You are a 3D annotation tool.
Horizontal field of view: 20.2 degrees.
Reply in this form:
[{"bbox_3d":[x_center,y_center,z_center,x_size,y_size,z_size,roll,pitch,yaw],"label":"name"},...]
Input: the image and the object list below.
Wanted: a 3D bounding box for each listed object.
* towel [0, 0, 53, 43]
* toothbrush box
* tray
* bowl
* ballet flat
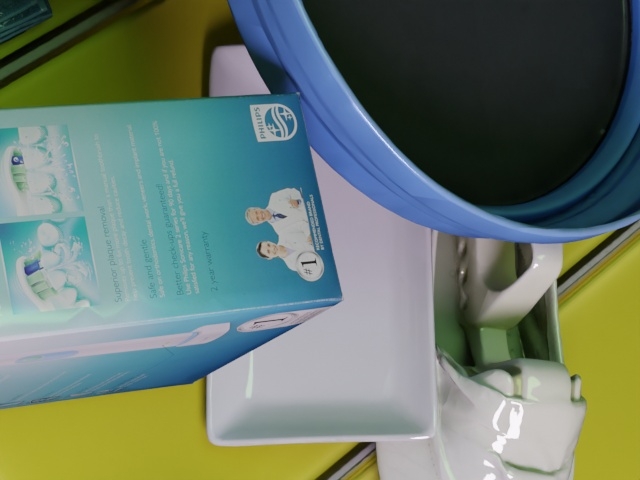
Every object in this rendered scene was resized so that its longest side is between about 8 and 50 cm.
[{"bbox_3d":[-0.230,-0.143,1.111,0.119,0.029,0.067,-32,90,-32],"label":"towel"},{"bbox_3d":[-0.172,0.017,0.984,0.295,0.216,0.126,-7,77,-29],"label":"toothbrush box"},{"bbox_3d":[0.000,0.000,1.163,0.145,0.030,0.270,-2,73,5],"label":"tray"},{"bbox_3d":[0.098,-0.185,1.097,0.391,0.077,0.391,11,72,-37],"label":"bowl"},{"bbox_3d":[0.111,0.059,1.171,0.139,0.139,0.400,6,72,-26],"label":"ballet flat"}]
